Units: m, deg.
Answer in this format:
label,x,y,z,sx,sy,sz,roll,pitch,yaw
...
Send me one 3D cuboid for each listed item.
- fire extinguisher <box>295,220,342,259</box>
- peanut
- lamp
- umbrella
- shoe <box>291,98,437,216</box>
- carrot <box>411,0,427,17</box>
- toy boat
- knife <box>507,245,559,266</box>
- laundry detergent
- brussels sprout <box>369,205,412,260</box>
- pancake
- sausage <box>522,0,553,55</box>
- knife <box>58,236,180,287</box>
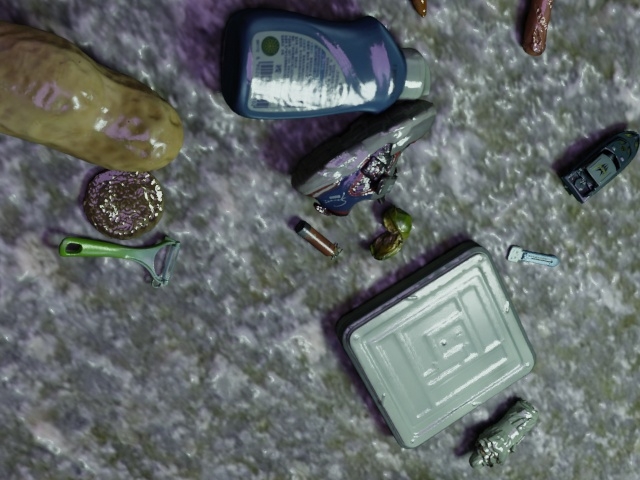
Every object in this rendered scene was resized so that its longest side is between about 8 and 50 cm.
label,x,y,z,sx,sy,sz,roll,pitch,yaw
fire extinguisher,0.000,0.000,1.683,0.083,0.022,0.028,38,65,-30
peanut,-0.311,-0.171,1.418,0.319,0.147,0.147,24,102,-26
lamp,0.186,0.166,1.810,0.266,0.047,0.269,-33,119,-7
umbrella,0.302,0.325,1.915,0.143,0.062,0.067,-41,139,-6
shoe,0.077,-0.103,1.620,0.228,0.099,0.125,-31,111,0
carrot,0.113,-0.393,1.549,0.048,0.048,0.216,-28,124,-8
toy boat,0.436,-0.120,1.779,0.141,0.060,0.055,-39,96,-7
knife,0.338,0.028,1.829,0.096,0.010,0.027,10,109,-24
laundry detergent,0.015,-0.233,1.555,0.290,0.094,0.143,-1,105,-24
brussels sprout,0.106,-0.010,1.710,0.051,0.046,0.083,11,117,-29
pancake,-0.265,-0.050,1.565,0.115,0.011,0.114,-8,115,-17
sausage,0.318,-0.342,1.651,0.036,0.042,0.157,15,108,14
knife,-0.278,0.021,1.584,0.166,0.022,0.078,10,106,-26
